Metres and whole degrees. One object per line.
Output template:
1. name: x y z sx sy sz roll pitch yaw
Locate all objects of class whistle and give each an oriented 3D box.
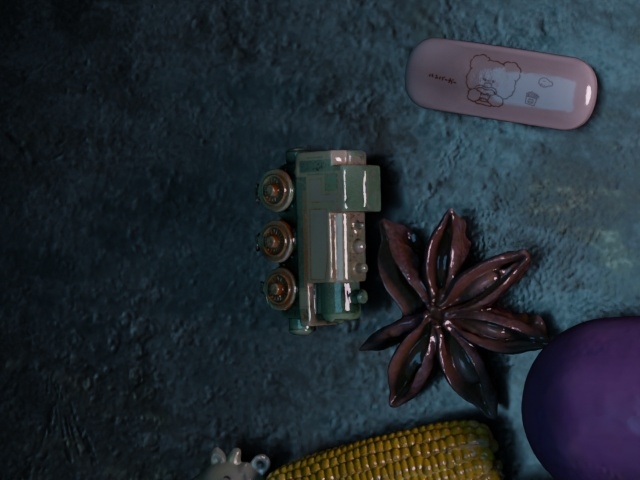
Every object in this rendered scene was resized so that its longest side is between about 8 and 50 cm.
1. whistle: -0.131 0.319 1.616 0.110 0.092 0.244 40 102 3

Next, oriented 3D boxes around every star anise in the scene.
1. star anise: 0.139 0.075 1.527 0.197 0.073 0.212 13 98 22

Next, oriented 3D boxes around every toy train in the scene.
1. toy train: 0.000 0.000 1.554 0.125 0.081 0.194 -3 89 41

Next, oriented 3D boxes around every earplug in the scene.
1. earplug: 0.407 0.153 1.377 0.456 0.215 0.215 0 91 23

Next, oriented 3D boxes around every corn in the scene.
1. corn: 0.064 0.243 1.539 0.244 0.093 0.093 -15 87 12

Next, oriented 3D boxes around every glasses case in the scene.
1. glasses case: 0.178 -0.156 1.518 0.193 0.049 0.074 11 95 17
